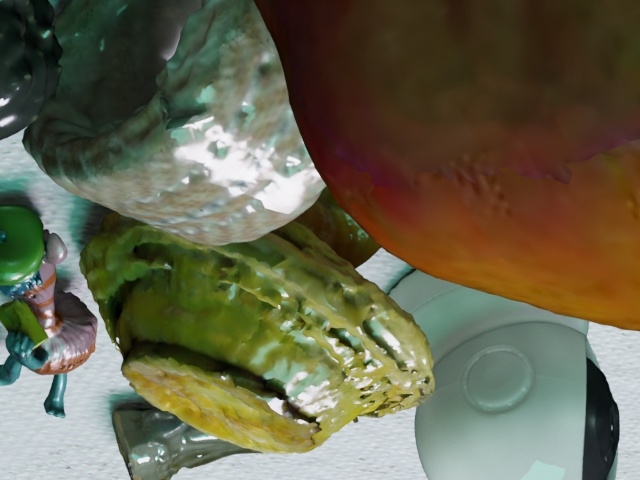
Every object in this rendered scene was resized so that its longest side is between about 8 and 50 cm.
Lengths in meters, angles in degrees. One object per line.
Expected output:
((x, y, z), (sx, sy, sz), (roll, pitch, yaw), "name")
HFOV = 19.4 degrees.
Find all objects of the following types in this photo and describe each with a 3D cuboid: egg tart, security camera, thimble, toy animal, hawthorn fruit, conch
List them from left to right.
((-0.227, 0.065, 1.460), (0.100, 0.103, 0.208), (7, 144, -1), "toy animal")
((-0.081, -0.108, 1.227), (0.148, 0.196, 0.229), (24, 157, -37), "thimble")
((-0.061, 0.081, 1.433), (0.294, 0.123, 0.294), (22, 156, 10), "egg tart")
((-0.005, -0.003, 1.476), (0.093, 0.109, 0.330), (29, 147, -3), "conch")
((0.161, 0.142, 1.602), (0.194, 0.236, 0.194), (-9, 141, -7), "security camera")
((0.195, -0.166, 1.053), (0.472, 0.472, 0.472), (-11, 143, -8), "hawthorn fruit")

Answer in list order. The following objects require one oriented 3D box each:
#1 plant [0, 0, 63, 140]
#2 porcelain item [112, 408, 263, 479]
((-0.283, -0.098, 1.189), (0.256, 0.164, 0.142), (-14, 142, 21), "plant")
((-0.075, 0.164, 1.686), (0.216, 0.069, 0.081), (-15, 139, -10), "porcelain item")
